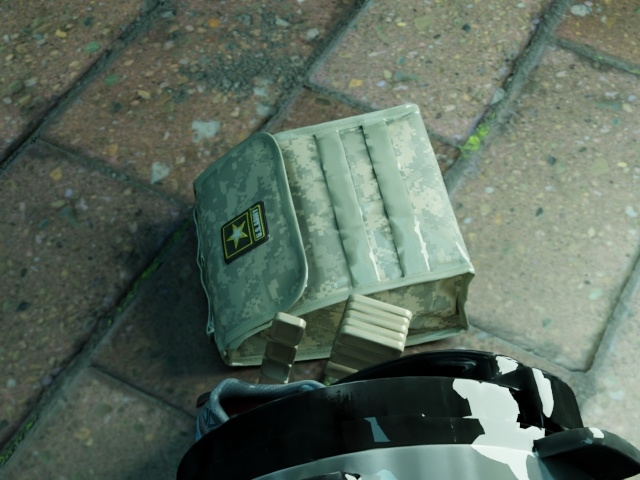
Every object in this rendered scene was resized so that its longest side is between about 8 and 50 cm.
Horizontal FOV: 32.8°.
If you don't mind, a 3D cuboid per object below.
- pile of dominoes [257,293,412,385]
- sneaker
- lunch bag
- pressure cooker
[{"bbox_3d":[0.043,0.122,1.057,0.196,0.251,0.040,17,66,0],"label":"pile of dominoes"},{"bbox_3d":[0.000,0.200,1.073,0.261,0.125,0.104,9,54,4],"label":"sneaker"},{"bbox_3d":[0.000,0.000,1.205,0.287,0.169,0.235,-12,57,-2],"label":"lunch bag"},{"bbox_3d":[0.055,0.297,0.852,0.369,0.375,0.420,-2,56,-5],"label":"pressure cooker"}]
